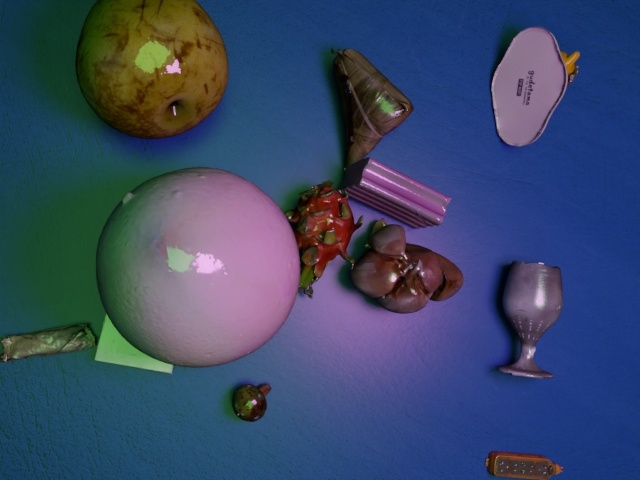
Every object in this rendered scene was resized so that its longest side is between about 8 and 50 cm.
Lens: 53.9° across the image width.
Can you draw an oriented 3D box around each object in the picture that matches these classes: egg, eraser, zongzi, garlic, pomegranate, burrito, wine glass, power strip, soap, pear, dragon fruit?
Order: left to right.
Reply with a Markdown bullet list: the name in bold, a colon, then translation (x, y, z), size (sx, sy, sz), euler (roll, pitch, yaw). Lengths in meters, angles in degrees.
- **burrito**: translation (-0.511, 0.192, 1.181), size (0.171, 0.042, 0.051), euler (-9, 85, -9)
- **eraser**: translation (-0.350, 0.196, 1.221), size (0.150, 0.023, 0.104), euler (13, 83, -10)
- **pear**: translation (-0.308, -0.326, 1.150), size (0.283, 0.283, 0.284), euler (1, 86, -12)
- **egg**: translation (-0.214, 0.038, 1.066), size (0.354, 0.340, 0.355), euler (0, 80, 1)
- **pomegranate**: translation (-0.131, 0.318, 1.238), size (0.084, 0.073, 0.073), euler (-4, 87, -27)
- **dragon fruit**: translation (0.004, 0.000, 1.251), size (0.135, 0.137, 0.236), euler (9, 85, -47)
- **zongzi**: translation (0.057, -0.274, 1.316), size (0.205, 0.094, 0.204), euler (46, 108, 6)
- **soap**: translation (0.150, -0.093, 1.282), size (0.203, 0.122, 0.066), euler (24, 79, -18)
- **garlic**: translation (0.171, 0.074, 1.274), size (0.214, 0.191, 0.160), euler (37, 105, -18)
- **power strip**: translation (0.444, 0.489, 1.363), size (0.178, 0.028, 0.049), euler (8, 84, -12)
- **wine glass**: translation (0.445, 0.167, 1.336), size (0.126, 0.126, 0.241), euler (6, 87, -11)

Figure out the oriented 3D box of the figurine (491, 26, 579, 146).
- **figurine**: translation (0.486, -0.333, 1.401), size (0.141, 0.166, 0.250), euler (-6, 116, -47)
